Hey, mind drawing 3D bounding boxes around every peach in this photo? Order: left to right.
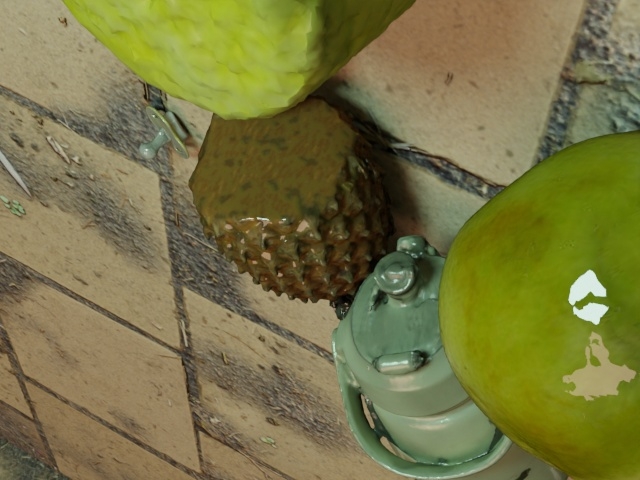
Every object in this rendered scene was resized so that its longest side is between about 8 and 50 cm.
[{"bbox_3d":[0.254,0.057,0.957,0.281,0.314,0.315,26,171,-26],"label":"peach"}]

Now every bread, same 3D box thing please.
[{"bbox_3d":[-0.046,-0.275,0.811,0.348,0.308,0.348,24,149,16],"label":"bread"}]

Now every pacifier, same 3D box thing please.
[{"bbox_3d":[-0.203,-0.128,1.387,0.068,0.064,0.083,20,149,56],"label":"pacifier"}]

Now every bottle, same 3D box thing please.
[{"bbox_3d":[0.145,0.159,1.215,0.229,0.229,0.351,12,152,35],"label":"bottle"}]

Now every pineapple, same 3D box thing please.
[{"bbox_3d":[0.000,0.000,1.257,0.202,0.202,0.362,15,154,31],"label":"pineapple"}]
